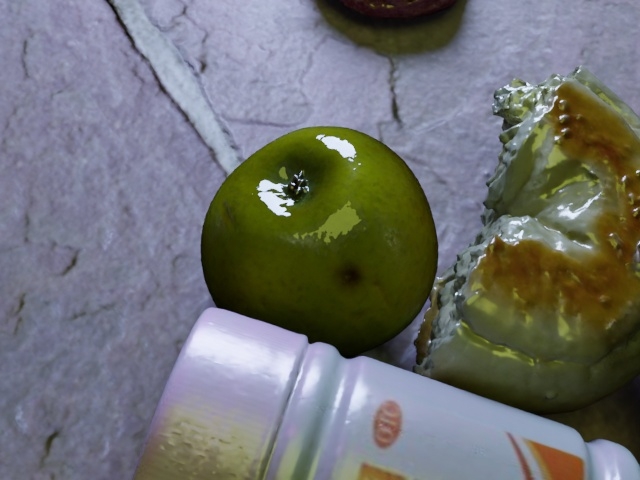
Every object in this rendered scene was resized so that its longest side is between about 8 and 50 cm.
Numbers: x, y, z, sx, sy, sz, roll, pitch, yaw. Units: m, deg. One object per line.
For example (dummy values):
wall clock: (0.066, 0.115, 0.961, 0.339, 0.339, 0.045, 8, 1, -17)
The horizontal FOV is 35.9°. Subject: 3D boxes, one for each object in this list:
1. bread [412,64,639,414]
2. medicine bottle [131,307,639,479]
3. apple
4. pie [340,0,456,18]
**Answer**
bread: (0.203, 0.012, 0.812, 0.192, 0.171, 0.314, 21, 60, -2)
medicine bottle: (0.037, 0.188, 0.682, 0.316, 0.202, 0.202, 18, 62, 3)
apple: (0.000, 0.000, 0.792, 0.196, 0.157, 0.196, -8, 52, 10)
pie: (0.074, -0.300, 1.024, 0.182, 0.049, 0.182, 4, 57, -6)
